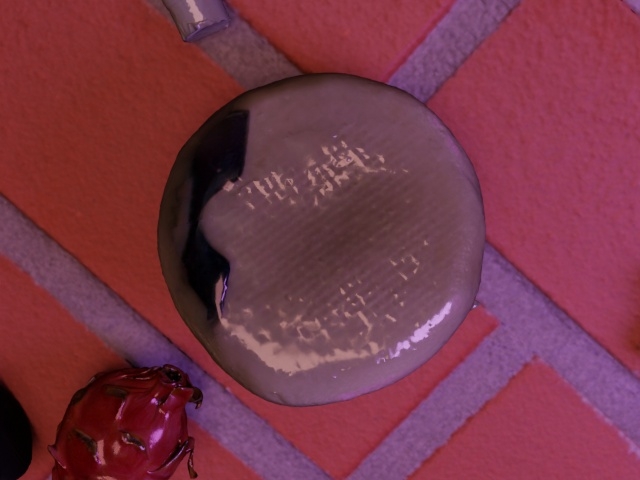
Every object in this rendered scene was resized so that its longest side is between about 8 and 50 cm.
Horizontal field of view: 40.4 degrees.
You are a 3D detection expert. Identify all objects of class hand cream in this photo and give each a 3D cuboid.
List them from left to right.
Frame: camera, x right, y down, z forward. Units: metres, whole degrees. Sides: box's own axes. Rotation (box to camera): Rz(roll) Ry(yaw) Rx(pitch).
[{"bbox_3d":[-0.143,-0.278,0.769,0.078,0.050,0.204,-27,97,-11],"label":"hand cream"}]

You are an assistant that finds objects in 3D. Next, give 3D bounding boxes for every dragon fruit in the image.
[{"bbox_3d":[-0.186,0.182,0.835,0.136,0.133,0.166,24,109,-45],"label":"dragon fruit"}]

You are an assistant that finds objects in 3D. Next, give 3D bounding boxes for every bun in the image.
[{"bbox_3d":[0.000,0.000,0.760,0.283,0.179,0.283,1,80,-4],"label":"bun"}]

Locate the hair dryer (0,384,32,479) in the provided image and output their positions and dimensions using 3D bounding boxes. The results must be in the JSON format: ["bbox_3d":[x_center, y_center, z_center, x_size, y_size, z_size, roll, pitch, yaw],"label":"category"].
[{"bbox_3d":[-0.464,0.155,0.869,0.244,0.116,0.302,-28,87,9],"label":"hair dryer"}]
